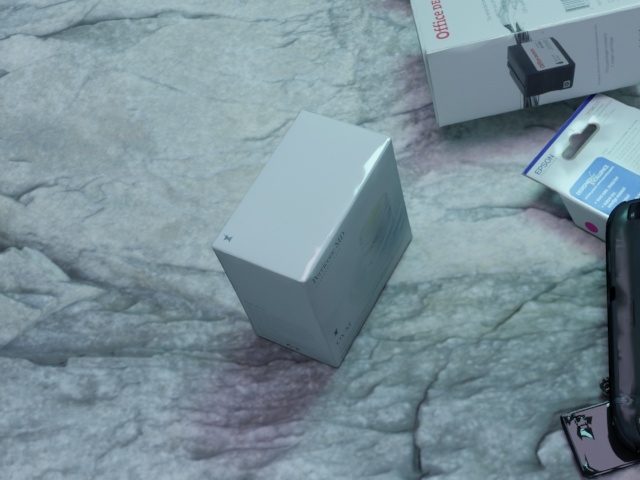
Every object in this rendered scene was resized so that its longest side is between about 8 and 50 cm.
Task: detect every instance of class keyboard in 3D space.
[{"bbox_3d":[0.373,0.202,1.167,0.180,0.023,0.108,-17,61,1],"label":"keyboard"}]

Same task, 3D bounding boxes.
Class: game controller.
[{"bbox_3d":[0.419,0.093,1.162,0.166,0.067,0.319,3,67,6],"label":"game controller"}]

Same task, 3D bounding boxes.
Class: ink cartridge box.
[{"bbox_3d":[0.462,-0.048,1.288,0.371,0.069,0.176,34,71,28],"label":"ink cartridge box"},{"bbox_3d":[0.294,-0.296,1.425,0.307,0.129,0.223,-11,37,7],"label":"ink cartridge box"}]

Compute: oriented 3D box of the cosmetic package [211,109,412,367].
[{"bbox_3d":[0.000,0.000,1.272,0.138,0.225,0.224,19,64,25],"label":"cosmetic package"}]
